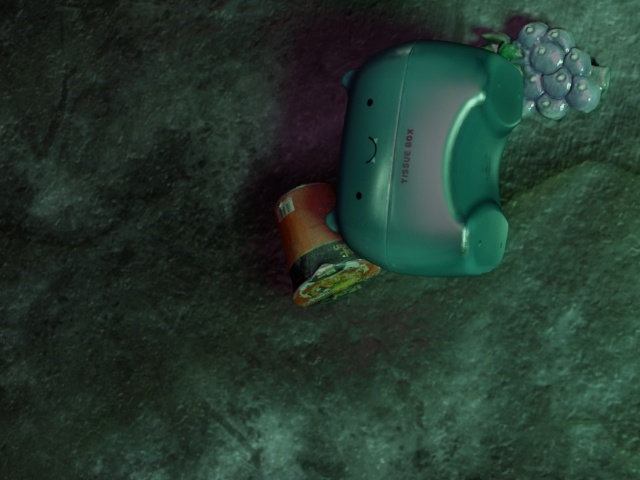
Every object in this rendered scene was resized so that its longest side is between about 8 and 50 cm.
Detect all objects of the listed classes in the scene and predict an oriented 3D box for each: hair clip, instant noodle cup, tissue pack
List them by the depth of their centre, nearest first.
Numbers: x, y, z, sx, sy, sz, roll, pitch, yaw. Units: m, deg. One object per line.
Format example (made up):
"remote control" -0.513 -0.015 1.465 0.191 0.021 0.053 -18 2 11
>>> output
"tissue pack" 0.128 -0.100 1.421 0.206 0.198 0.287 9 94 26
"hair clip" 0.276 -0.217 1.463 0.195 0.052 0.124 7 93 29
"instant noodle cup" -0.001 0.001 1.514 0.127 0.127 0.135 -29 68 17
